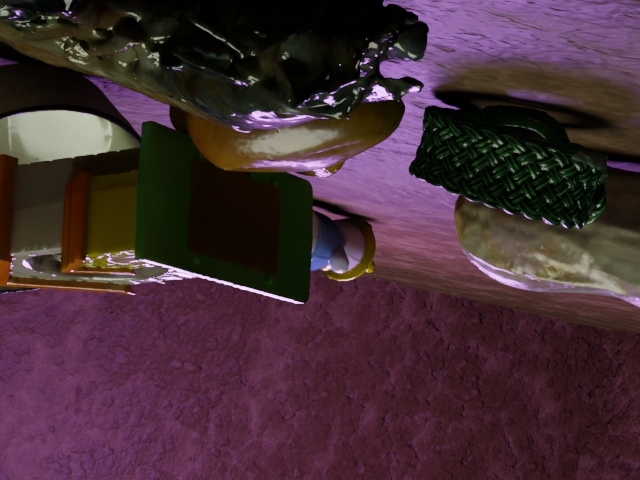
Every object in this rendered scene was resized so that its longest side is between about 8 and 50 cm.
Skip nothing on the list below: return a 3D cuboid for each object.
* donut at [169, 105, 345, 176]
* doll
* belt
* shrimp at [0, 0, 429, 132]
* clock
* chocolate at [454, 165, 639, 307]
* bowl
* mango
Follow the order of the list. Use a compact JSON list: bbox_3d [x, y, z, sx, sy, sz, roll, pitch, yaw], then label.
[{"bbox_3d":[-0.048,-0.096,1.405,0.162,0.065,0.178,10,176,27],"label":"donut"},{"bbox_3d":[0.000,0.001,2.392,0.135,0.098,0.241,2,170,33],"label":"doll"},{"bbox_3d":[0.145,-0.064,1.306,0.151,0.079,0.121,21,-170,21],"label":"belt"},{"bbox_3d":[-0.096,-0.133,1.028,0.272,0.085,0.445,20,176,-32],"label":"shrimp"},{"bbox_3d":[-0.170,-0.006,1.435,0.255,0.106,0.220,-7,166,34],"label":"clock"},{"bbox_3d":[0.258,0.000,1.448,0.309,0.134,0.134,10,176,17],"label":"chocolate"},{"bbox_3d":[-0.277,-0.072,1.580,0.238,0.238,0.126,14,-141,-38],"label":"bowl"},{"bbox_3d":[-0.026,-0.092,1.251,0.115,0.089,0.165,15,170,-41],"label":"mango"}]
